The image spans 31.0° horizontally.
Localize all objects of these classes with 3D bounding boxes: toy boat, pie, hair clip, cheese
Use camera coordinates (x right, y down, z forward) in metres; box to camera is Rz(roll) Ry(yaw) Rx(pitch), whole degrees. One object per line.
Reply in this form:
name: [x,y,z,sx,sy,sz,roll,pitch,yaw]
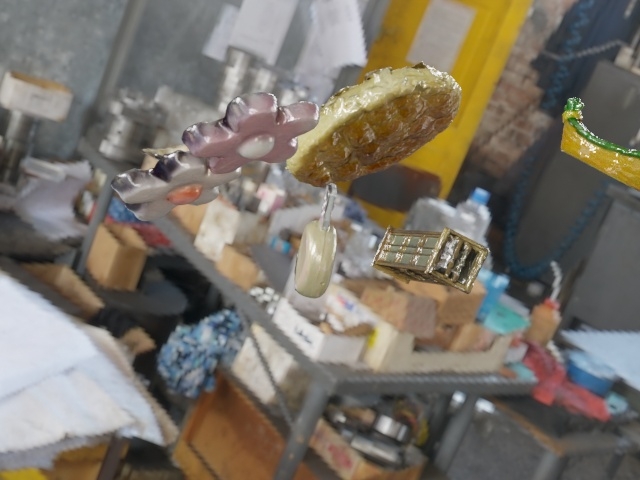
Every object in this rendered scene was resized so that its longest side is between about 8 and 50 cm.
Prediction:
toy boat: [0.446,-0.137,1.713,0.229,0.088,0.089,33,11,34]
pie: [0.093,-0.200,2.023,0.339,0.339,0.083,-1,59,-53]
hair clip: [-0.117,-0.092,1.242,0.257,0.075,0.146,-20,-22,36]
cheese: [-0.001,-0.001,1.656,0.047,0.171,0.092,8,9,-11]

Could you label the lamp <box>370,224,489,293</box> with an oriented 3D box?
lamp: [0.187,0.031,2.035,0.090,0.089,0.325,27,-5,-13]
